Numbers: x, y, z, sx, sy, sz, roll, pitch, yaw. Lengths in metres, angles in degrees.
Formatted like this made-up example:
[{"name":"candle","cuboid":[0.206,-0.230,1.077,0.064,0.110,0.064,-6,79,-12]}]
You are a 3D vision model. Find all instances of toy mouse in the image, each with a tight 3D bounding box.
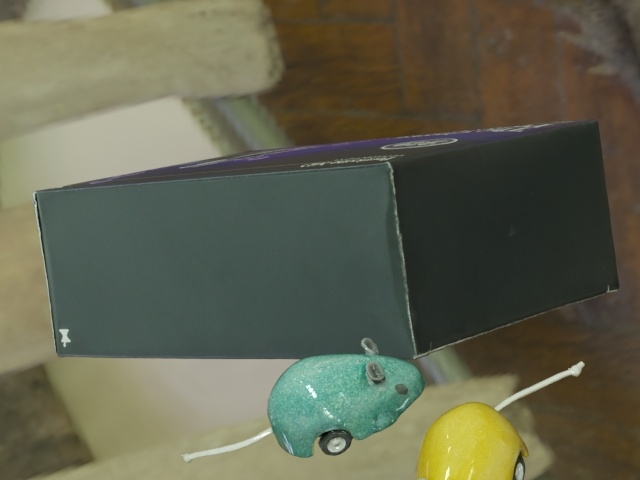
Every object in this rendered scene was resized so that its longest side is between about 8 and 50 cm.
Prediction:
[{"name":"toy mouse","cuboid":[0.002,0.083,0.694,0.143,0.161,0.031,9,139,31]}]

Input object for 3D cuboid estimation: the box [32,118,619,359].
[{"name":"box","cuboid":[0.000,0.000,1.003,0.261,0.184,0.103,-3,100,41]}]
